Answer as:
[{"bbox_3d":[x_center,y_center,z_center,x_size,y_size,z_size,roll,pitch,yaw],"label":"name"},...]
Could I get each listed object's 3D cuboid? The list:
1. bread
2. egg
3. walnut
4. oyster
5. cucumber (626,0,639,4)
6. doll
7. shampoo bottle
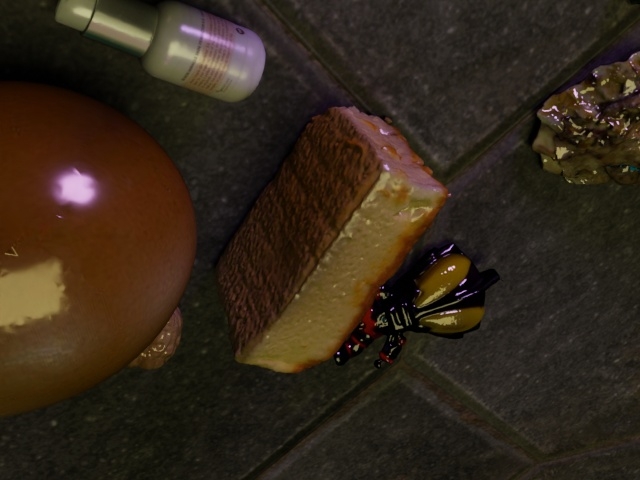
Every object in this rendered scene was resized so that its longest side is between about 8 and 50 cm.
[{"bbox_3d":[0.000,0.000,0.864,0.114,0.184,0.274,25,113,-32],"label":"bread"},{"bbox_3d":[-0.282,0.011,0.681,0.351,0.282,0.282,-20,132,-3],"label":"egg"},{"bbox_3d":[-0.204,0.107,0.931,0.079,0.082,0.096,22,113,0],"label":"walnut"},{"bbox_3d":[0.381,-0.133,0.996,0.223,0.083,0.214,-27,130,7],"label":"oyster"},{"bbox_3d":[0.426,-0.351,0.848,0.067,0.067,0.245,22,114,-35],"label":"cucumber"},{"bbox_3d":[0.126,0.090,1.054,0.249,0.088,0.127,-16,131,-6],"label":"doll"},{"bbox_3d":[-0.146,-0.185,0.725,0.192,0.074,0.074,13,120,-30],"label":"shampoo bottle"}]
